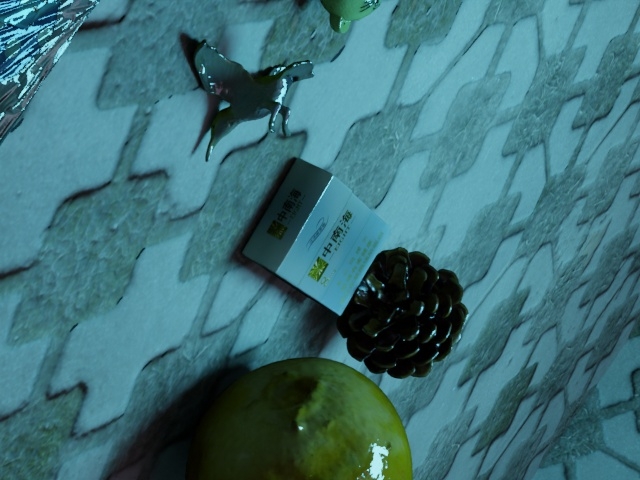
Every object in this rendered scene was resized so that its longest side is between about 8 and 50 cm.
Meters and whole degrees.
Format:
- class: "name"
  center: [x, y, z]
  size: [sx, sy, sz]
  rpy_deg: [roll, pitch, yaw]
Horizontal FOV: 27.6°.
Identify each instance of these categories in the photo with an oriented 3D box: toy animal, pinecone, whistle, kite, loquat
- class: "toy animal"
  center: [-0.079, -0.152, 1.506]
  size: [0.219, 0.095, 0.155]
  rpy_deg: [16, 96, -61]
- class: "pinecone"
  center: [0.119, 0.102, 1.957]
  size: [0.207, 0.207, 0.208]
  rpy_deg: [-40, 145, -35]
- class: "whistle"
  center: [0.031, -0.343, 1.525]
  size: [0.105, 0.085, 0.227]
  rpy_deg: [-57, 153, -28]
- class: "kite"
  center: [-0.312, -0.191, 1.164]
  size: [0.368, 0.014, 0.406]
  rpy_deg: [-33, 141, -43]
- class: "loquat"
  center: [-0.027, 0.321, 1.793]
  size: [0.328, 0.328, 0.328]
  rpy_deg: [-40, 145, -35]

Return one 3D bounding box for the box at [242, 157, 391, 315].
- class: "box"
  center: [0.000, 0.000, 1.803]
  size: [0.155, 0.067, 0.243]
  rpy_deg: [-61, 153, -4]
